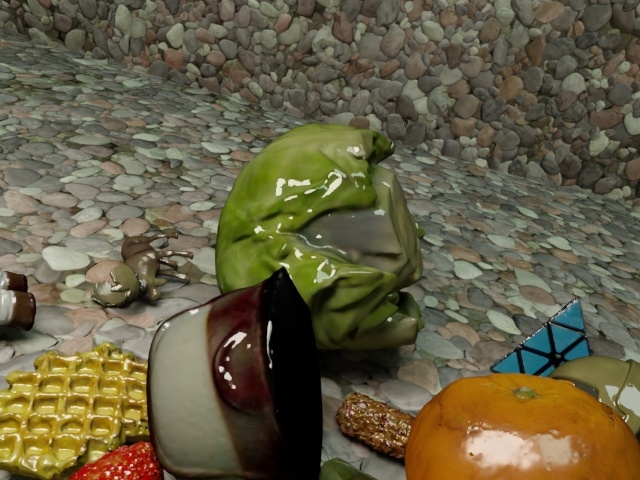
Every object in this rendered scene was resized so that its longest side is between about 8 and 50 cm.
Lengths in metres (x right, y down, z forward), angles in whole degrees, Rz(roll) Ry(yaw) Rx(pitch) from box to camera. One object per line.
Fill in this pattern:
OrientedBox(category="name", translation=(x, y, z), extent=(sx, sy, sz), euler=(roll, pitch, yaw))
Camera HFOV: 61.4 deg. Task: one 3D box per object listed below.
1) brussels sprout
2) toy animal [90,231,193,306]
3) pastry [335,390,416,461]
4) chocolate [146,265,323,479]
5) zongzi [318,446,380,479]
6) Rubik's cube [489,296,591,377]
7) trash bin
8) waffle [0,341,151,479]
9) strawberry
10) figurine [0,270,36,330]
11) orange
OrientedBox(category="brussels sprout", translation=(-0.013, 0.008, 0.998), extent=(0.360, 0.342, 0.426), euler=(-16, 57, 22))
OrientedBox(category="toy animal", translation=(-0.339, 0.056, 1.018), extent=(0.186, 0.094, 0.214), euler=(0, 23, -34))
OrientedBox(category="pastry", translation=(0.105, 0.282, 0.815), extent=(0.169, 0.063, 0.087), euler=(19, 26, 12))
OrientedBox(category="chocolate", translation=(-0.110, 0.186, 0.684), extent=(0.186, 0.284, 0.284), euler=(-7, 26, 8))
OrientedBox(category="zongzi", translation=(0.058, 0.336, 0.734), extent=(0.130, 0.062, 0.154), euler=(20, 1, -40))
OrientedBox(category="Rubik's cube", translation=(0.485, 0.246, 1.072), extent=(0.178, 0.211, 0.190), euler=(52, 16, 19))
OrientedBox(category="trash bin", translation=(0.480, 0.311, 0.790), extent=(0.333, 0.214, 0.214), euler=(35, 33, 20))
OrientedBox(category="waffle", translation=(-0.311, 0.230, 0.727), extent=(0.248, 0.056, 0.253), euler=(21, 26, 15))
OrientedBox(category="strawberry", translation=(-0.221, 0.294, 0.580), extent=(0.131, 0.131, 0.148), euler=(24, 10, 18))
OrientedBox(category="figurine", translation=(-0.600, 0.096, 0.732), extent=(0.369, 0.167, 0.281), euler=(0, 34, -42))
OrientedBox(category="orange", translation=(0.246, 0.287, 0.666), extent=(0.283, 0.226, 0.284), euler=(-2, 1, 0))
